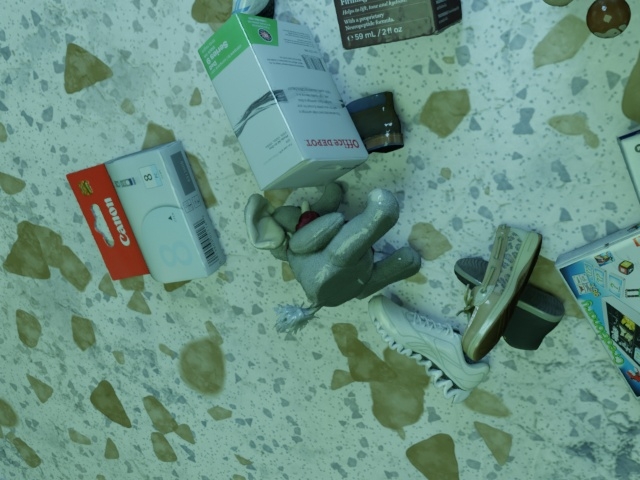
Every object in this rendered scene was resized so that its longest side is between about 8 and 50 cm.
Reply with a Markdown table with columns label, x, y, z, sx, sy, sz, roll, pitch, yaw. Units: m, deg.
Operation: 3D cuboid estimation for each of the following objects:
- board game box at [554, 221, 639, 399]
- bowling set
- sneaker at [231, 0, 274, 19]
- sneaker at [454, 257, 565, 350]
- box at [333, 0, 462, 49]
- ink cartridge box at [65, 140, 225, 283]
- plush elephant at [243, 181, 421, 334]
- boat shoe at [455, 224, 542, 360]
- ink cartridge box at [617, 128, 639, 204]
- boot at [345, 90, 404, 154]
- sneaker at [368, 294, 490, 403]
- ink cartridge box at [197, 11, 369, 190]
| label | x | y | z | sx | sy | sz | roll | pitch | yaw |
| --- | --- | --- | --- | --- | --- | --- | --- | --- | --- |
| board game box | 0.582 | 0.125 | 1.260 | 0.193 | 0.053 | 0.305 | -28 | 99 | 34 |
| bowling set | 0.340 | -0.329 | 0.828 | 0.286 | 0.154 | 0.200 | -10 | 114 | 33 |
| sneaker | -0.131 | -0.471 | 1.330 | 0.086 | 0.085 | 0.237 | 48 | 134 | 32 |
| sneaker | 0.344 | 0.128 | 1.367 | 0.222 | 0.083 | 0.118 | 30 | 129 | 15 |
| box | 0.120 | -0.436 | 1.155 | 0.168 | 0.167 | 0.203 | -2 | 112 | 28 |
| ink cartridge box | -0.442 | -0.045 | 1.683 | 0.384 | 0.091 | 0.308 | -10 | 108 | 29 |
| plush elephant | 0.000 | 0.000 | 1.403 | 0.330 | 0.272 | 0.255 | -38 | 54 | 5 |
| boat shoe | 0.307 | 0.089 | 1.260 | 0.089 | 0.285 | 0.105 | 23 | 144 | 22 |
| ink cartridge box | 0.613 | -0.097 | 1.108 | 0.223 | 0.045 | 0.224 | -21 | 101 | 20 |
| boot | 0.063 | -0.214 | 1.367 | 0.219 | 0.082 | 0.106 | -7 | 86 | 37 |
| sneaker | 0.224 | 0.203 | 1.460 | 0.292 | 0.110 | 0.118 | 41 | 118 | -6 |
| ink cartridge box | -0.063 | -0.242 | 1.269 | 0.121 | 0.211 | 0.289 | -31 | 78 | 34 |
